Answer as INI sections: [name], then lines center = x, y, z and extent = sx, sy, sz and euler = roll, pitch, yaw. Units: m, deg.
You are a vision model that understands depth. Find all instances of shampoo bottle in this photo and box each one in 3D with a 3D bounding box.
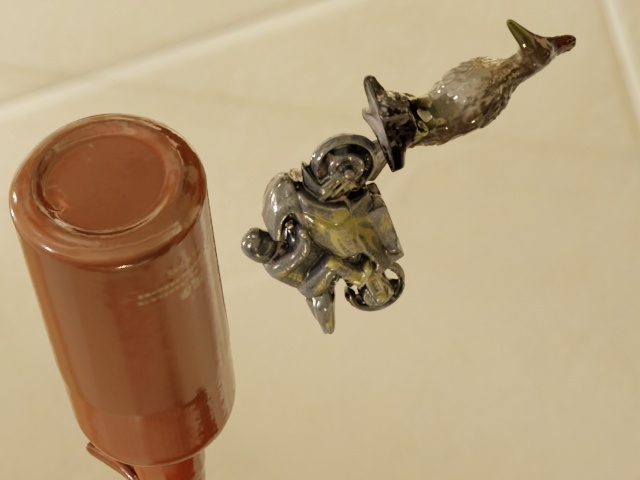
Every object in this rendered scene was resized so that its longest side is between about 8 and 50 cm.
[shampoo bottle]
center = -0.082, 0.049, 0.823
extent = 0.244, 0.085, 0.085
euler = 89, 169, -53

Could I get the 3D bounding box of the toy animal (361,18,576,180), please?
[toy animal]
center = 0.108, -0.112, 1.408
extent = 0.070, 0.202, 0.105
euler = 61, -178, 17

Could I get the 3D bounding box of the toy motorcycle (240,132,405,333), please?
[toy motorcycle]
center = 0.000, 0.000, 1.444
extent = 0.061, 0.124, 0.193
euler = -112, 5, -47
